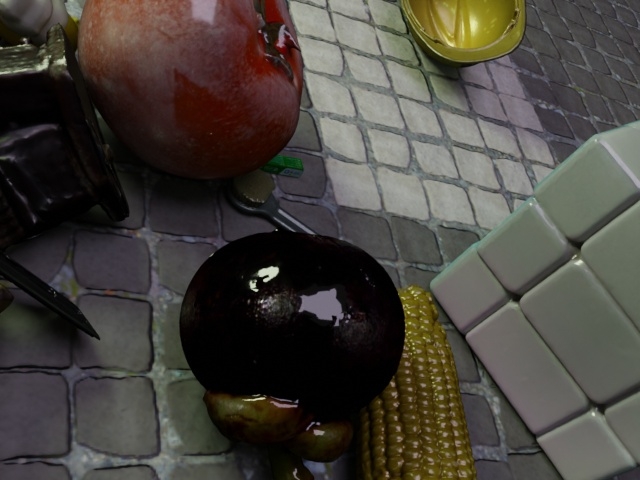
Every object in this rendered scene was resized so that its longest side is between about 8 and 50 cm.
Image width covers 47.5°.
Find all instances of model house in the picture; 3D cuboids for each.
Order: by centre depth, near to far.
[{"bbox_3d":[-0.284,-0.088,0.676,0.164,0.141,0.203,-19,103,-12],"label":"model house"}]

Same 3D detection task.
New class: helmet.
[{"bbox_3d":[0.239,-0.377,1.257,0.205,0.140,0.257,-11,70,-2],"label":"helmet"}]

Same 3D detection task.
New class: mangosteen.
[{"bbox_3d":[-0.029,0.113,0.679,0.211,0.211,0.250,8,84,-28],"label":"mangosteen"}]

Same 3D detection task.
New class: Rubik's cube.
[{"bbox_3d":[0.395,0.059,0.897,0.321,0.316,0.319,-20,69,-40],"label":"Rubik's cube"}]

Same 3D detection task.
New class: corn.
[{"bbox_3d":[0.091,0.185,0.746,0.119,0.119,0.322,17,44,-22],"label":"corn"}]

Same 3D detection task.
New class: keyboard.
[{"bbox_3d":[-0.263,0.024,0.611,0.063,0.010,0.198,33,-12,45],"label":"keyboard"}]

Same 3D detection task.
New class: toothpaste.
[{"bbox_3d":[-0.062,-0.098,0.930,0.083,0.017,0.020,7,51,-29],"label":"toothpaste"}]

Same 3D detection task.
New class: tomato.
[{"bbox_3d":[-0.142,-0.199,0.804,0.270,0.227,0.270,-16,90,-70],"label":"tomato"}]

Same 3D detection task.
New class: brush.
[{"bbox_3d":[0.000,0.000,0.887,0.266,0.027,0.062,36,45,-5],"label":"brush"}]

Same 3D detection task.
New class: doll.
[{"bbox_3d":[-0.358,-0.292,0.777,0.237,0.111,0.252,40,2,-10],"label":"doll"}]

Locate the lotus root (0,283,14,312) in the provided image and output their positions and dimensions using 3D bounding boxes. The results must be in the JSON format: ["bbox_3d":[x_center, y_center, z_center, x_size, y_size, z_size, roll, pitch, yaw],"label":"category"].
[{"bbox_3d":[-0.366,0.042,0.542,0.188,0.199,0.180,32,80,34],"label":"lotus root"}]
